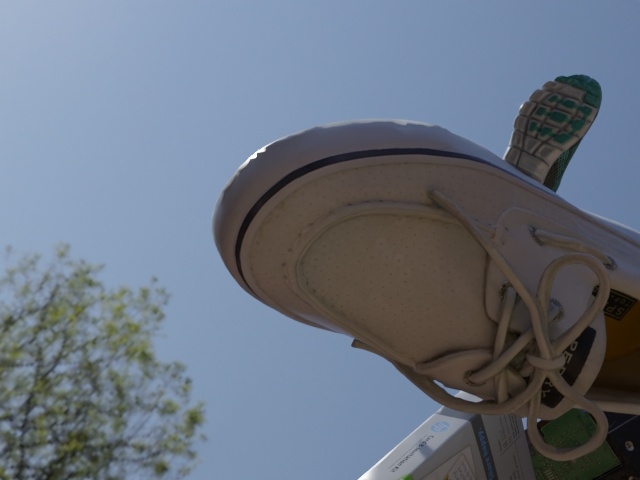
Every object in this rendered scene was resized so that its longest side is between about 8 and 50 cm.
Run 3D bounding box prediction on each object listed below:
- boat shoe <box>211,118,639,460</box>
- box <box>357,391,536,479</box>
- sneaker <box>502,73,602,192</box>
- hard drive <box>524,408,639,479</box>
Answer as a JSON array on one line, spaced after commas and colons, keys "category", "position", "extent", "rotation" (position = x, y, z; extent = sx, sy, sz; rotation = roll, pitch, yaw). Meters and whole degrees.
[{"category": "boat shoe", "position": [0.115, 0.049, 0.613], "extent": [0.367, 0.156, 0.136], "rotation": [19, -65, -36]}, {"category": "box", "position": [0.088, 0.204, 0.756], "extent": [0.038, 0.186, 0.145], "rotation": [2, -65, 45]}, {"category": "sneaker", "position": [0.200, -0.075, 0.977], "extent": [0.065, 0.076, 0.166], "rotation": [35, -89, 23]}, {"category": "hard drive", "position": [0.316, 0.329, 1.089], "extent": [0.339, 0.064, 0.237], "rotation": [58, -33, 16]}]
